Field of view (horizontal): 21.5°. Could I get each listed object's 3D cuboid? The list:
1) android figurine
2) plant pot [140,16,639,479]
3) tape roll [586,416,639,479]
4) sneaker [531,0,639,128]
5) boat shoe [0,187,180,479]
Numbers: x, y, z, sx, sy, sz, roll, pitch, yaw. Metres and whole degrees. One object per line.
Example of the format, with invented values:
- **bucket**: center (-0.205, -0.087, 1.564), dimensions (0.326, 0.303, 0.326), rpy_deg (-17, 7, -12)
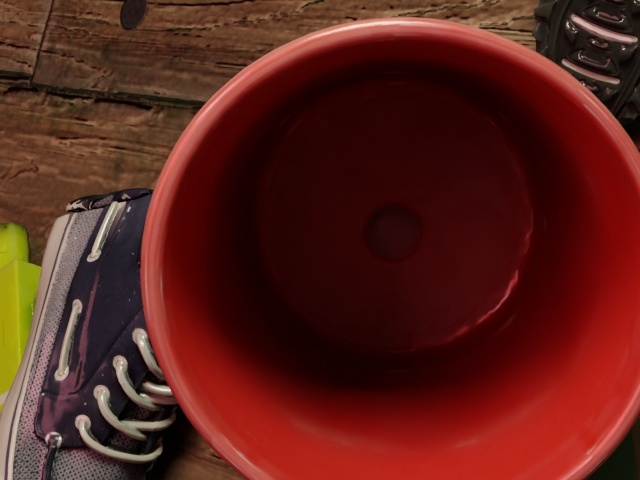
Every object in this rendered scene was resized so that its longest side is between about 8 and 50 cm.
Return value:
- **android figurine**: center (-0.290, 0.128, 1.453), dimensions (0.248, 0.056, 0.273), rpy_deg (-30, 56, 34)
- **plant pot**: center (0.046, 0.005, 0.965), dimensions (0.275, 0.275, 0.243), rpy_deg (-63, 4, 8)
- **tape roll**: center (0.285, 0.092, 0.886), dimensions (0.321, 0.077, 0.321), rpy_deg (-18, 64, 40)
- **sneaker**: center (0.214, -0.193, 1.049), dimensions (0.100, 0.108, 0.272), rpy_deg (26, 111, 28)
- **boat shoe**: center (-0.151, 0.115, 1.267), dimensions (0.158, 0.127, 0.341), rpy_deg (-15, 65, 49)
